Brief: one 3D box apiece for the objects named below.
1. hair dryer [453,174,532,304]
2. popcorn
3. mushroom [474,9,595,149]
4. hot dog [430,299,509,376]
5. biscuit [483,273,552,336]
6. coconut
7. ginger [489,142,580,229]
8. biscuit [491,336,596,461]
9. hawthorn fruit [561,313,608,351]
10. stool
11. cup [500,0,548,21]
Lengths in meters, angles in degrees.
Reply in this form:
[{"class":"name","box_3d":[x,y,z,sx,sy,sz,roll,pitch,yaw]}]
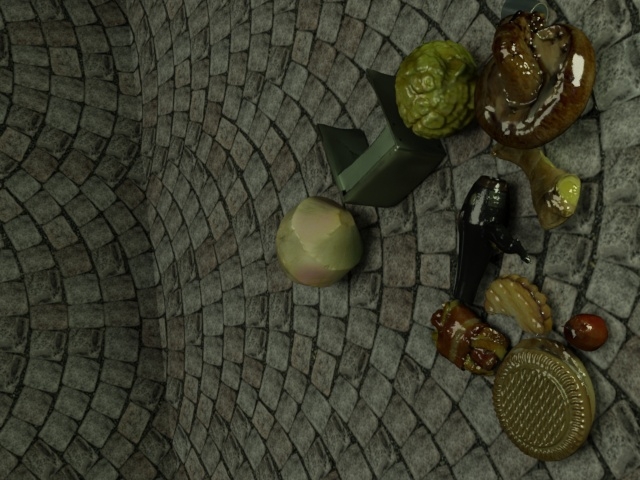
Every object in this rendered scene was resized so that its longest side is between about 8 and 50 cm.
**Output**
[{"class":"hair dryer","box_3d":[0.375,0.030,1.839,0.359,0.120,0.304,-117,40,-75]},{"class":"popcorn","box_3d":[0.276,-0.361,2.035,0.251,0.205,0.237,-127,29,-81]},{"class":"mushroom","box_3d":[0.452,-0.343,1.790,0.263,0.195,0.283,-4,101,45]},{"class":"hot dog","box_3d":[0.335,0.231,1.982,0.213,0.103,0.146,37,116,46]},{"class":"biscuit","box_3d":[0.445,0.133,1.875,0.183,0.061,0.118,33,128,47]},{"class":"coconut","box_3d":[0.000,0.000,2.335,0.259,0.259,0.260,-5,84,52]},{"class":"ginger","box_3d":[0.469,-0.136,1.857,0.295,0.086,0.131,-122,40,-48]},{"class":"biscuit","box_3d":[0.472,0.335,1.802,0.259,0.079,0.259,11,104,51]},{"class":"hawthorn fruit","box_3d":[0.534,0.187,1.730,0.081,0.093,0.081,-4,85,54]},{"class":"stool","box_3d":[0.151,-0.258,2.202,0.243,0.170,0.270,-44,54,40]},{"class":"cup","box_3d":[0.459,-0.515,1.889,0.077,0.078,0.100,31,116,44]}]
